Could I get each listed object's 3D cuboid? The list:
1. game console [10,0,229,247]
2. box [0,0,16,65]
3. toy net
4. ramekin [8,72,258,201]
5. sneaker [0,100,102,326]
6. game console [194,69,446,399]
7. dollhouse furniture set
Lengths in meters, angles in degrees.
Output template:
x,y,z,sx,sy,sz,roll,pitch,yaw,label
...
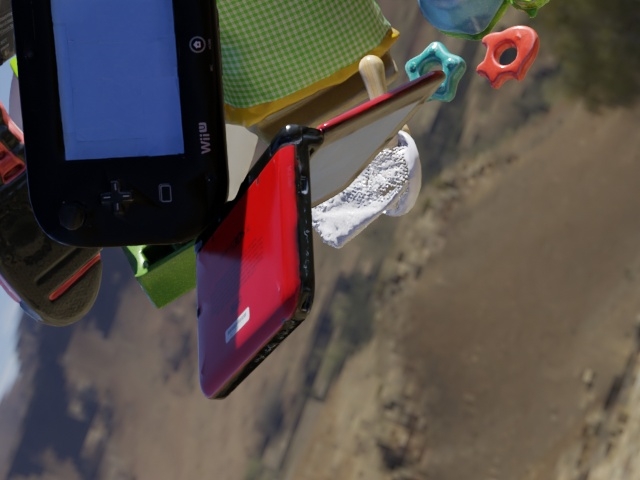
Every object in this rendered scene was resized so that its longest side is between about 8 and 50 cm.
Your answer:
x,y,z,sx,sy,sz,roll,pitch,yaw,label
-0.093,-0.176,0.888,0.044,0.213,0.361,-32,-60,-71,game console
-0.463,-0.333,1.840,0.183,0.296,0.294,-86,-2,-76,box
0.076,-0.091,1.184,0.045,0.122,0.232,29,-93,-57,toy net
-0.195,-0.137,1.787,0.277,0.135,0.277,-10,77,48,ramekin
-0.312,-0.061,1.683,0.116,0.314,0.136,-36,9,-23,sneaker
0.000,0.000,0.830,0.144,0.085,0.124,132,139,-61,game console
-0.066,-0.125,1.445,0.301,0.198,0.151,-31,38,-5,dollhouse furniture set
